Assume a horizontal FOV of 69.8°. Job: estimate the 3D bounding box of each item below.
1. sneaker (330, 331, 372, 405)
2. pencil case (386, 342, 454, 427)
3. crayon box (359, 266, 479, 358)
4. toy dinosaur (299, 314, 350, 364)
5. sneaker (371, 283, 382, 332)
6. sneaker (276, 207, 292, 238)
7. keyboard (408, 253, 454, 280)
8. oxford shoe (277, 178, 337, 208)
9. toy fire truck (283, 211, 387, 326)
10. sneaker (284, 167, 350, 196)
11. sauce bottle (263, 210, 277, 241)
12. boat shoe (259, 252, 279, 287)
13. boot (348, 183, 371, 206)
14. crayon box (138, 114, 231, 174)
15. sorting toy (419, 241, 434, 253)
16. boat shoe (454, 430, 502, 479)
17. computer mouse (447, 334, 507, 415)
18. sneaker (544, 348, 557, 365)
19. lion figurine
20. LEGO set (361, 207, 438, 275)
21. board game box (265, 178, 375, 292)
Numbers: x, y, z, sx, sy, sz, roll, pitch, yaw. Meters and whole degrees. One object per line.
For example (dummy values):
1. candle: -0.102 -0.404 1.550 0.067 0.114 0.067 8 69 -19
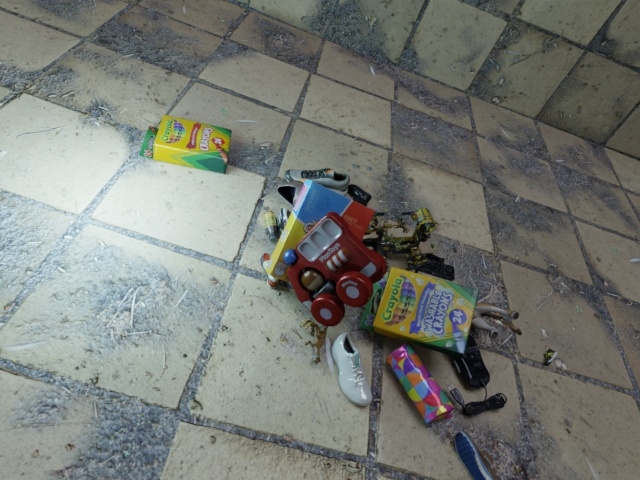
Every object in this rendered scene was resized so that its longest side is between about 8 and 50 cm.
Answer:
1. sneaker: 0.093 0.365 1.319 0.080 0.094 0.212 -6 52 -30
2. pencil case: 0.291 0.422 1.349 0.105 0.104 0.236 -13 56 -32
3. crayon box: 0.296 0.210 1.404 0.323 0.083 0.203 14 68 19
4. toy dinosaur: -0.001 0.279 1.397 0.112 0.064 0.211 43 48 -15
5. sneaker: 0.211 0.222 1.525 0.086 0.064 0.192 11 53 -10
6. sneaker: -0.056 -0.002 1.595 0.163 0.106 0.281 8 46 -21
7. keyboard: 0.433 0.086 1.771 0.192 0.038 0.100 17 44 -9
8. oxford shoe: -0.023 -0.121 1.654 0.133 0.129 0.364 -9 28 -38
9. toy fire truck: 0.026 0.086 1.334 0.254 0.302 0.169 46 36 -2
10. sneaker: -0.010 -0.254 1.849 0.272 0.108 0.100 8 48 -15
11. sauce bottle: -0.175 -0.050 1.631 0.042 0.042 0.128 2 47 -22
12. boat shoe: -0.164 0.091 1.502 0.049 0.043 0.136 -2 49 -23
13. boot: 0.146 -0.173 1.888 0.121 0.045 0.099 31 50 9
14. crayon box: -0.512 -0.374 1.763 0.319 0.081 0.202 9 47 -15
15. sorting toy: 0.431 0.030 1.839 0.084 0.012 0.062 -4 46 -22
16. boat shoe: 0.438 0.610 1.265 0.066 0.066 0.183 -9 63 -36
17. computer mouse: 0.453 0.425 1.450 0.184 0.060 0.261 -9 61 -29
18. sneaker: 0.813 0.415 1.635 0.035 0.031 0.083 35 39 30
19. lion figurine: 0.473 0.240 1.573 0.393 0.240 0.142 24 86 -23
20. LEGO set: 0.262 0.028 1.604 0.332 0.254 0.192 2 49 -17
21. board game box: 0.000 0.000 1.452 0.243 0.316 0.064 23 3 -23
